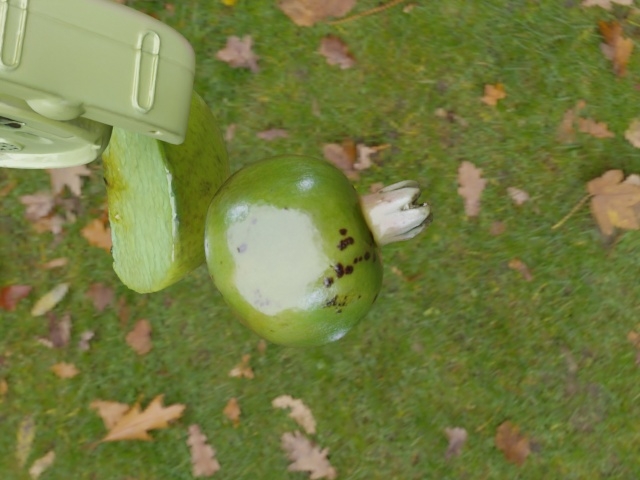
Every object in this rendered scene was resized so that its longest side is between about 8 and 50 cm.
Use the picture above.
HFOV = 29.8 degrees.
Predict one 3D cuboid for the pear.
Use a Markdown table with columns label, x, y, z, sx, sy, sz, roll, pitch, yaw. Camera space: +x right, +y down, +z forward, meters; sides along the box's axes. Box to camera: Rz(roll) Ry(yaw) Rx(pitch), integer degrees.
| label | x | y | z | sx | sy | sz | roll | pitch | yaw |
| --- | --- | --- | --- | --- | --- | --- | --- | --- | --- |
| pear | -0.162 | -0.074 | 1.352 | 0.139 | 0.239 | 0.288 | -8 | 108 | -17 |

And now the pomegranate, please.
| label | x | y | z | sx | sy | sz | roll | pitch | yaw |
| --- | --- | --- | --- | --- | --- | --- | --- | --- | --- |
| pomegranate | 0.000 | 0.000 | 1.088 | 0.210 | 0.180 | 0.180 | -24 | 84 | 9 |

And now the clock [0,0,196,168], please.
| label | x | y | z | sx | sy | sz | roll | pitch | yaw |
| --- | --- | --- | --- | --- | --- | --- | --- | --- | --- |
| clock | -0.312 | -0.149 | 1.127 | 0.348 | 0.286 | 0.117 | -7 | 74 | 48 |
